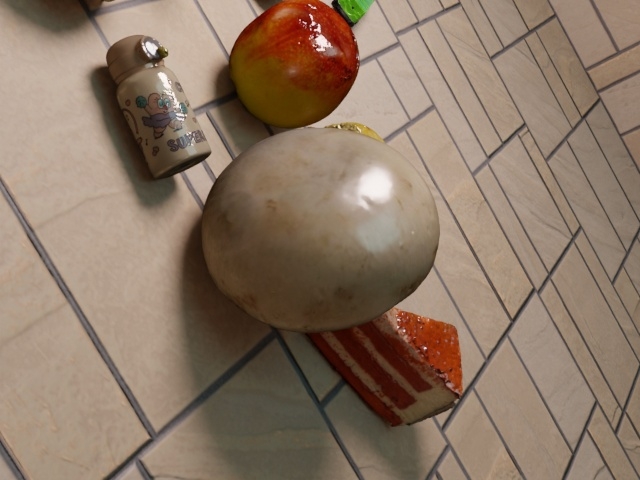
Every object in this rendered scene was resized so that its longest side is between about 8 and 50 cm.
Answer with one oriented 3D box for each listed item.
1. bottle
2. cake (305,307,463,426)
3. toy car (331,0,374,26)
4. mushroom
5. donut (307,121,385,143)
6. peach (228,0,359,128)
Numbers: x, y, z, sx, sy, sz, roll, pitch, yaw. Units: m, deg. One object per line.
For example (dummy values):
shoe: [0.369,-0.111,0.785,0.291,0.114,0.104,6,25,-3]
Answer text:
bottle: [-0.244,-0.205,1.470,0.097,0.110,0.209,-25,90,-50]
cake: [0.118,0.164,1.679,0.262,0.158,0.160,49,33,-21]
toy car: [0.084,-0.536,2.180,0.071,0.062,0.165,51,35,-18]
mushroom: [0.000,0.000,1.509,0.362,0.362,0.295,-74,165,-45]
donut: [0.099,-0.097,1.867,0.151,0.112,0.295,-5,74,-53]
peach: [-0.044,-0.307,1.711,0.231,0.231,0.231,32,45,-39]
